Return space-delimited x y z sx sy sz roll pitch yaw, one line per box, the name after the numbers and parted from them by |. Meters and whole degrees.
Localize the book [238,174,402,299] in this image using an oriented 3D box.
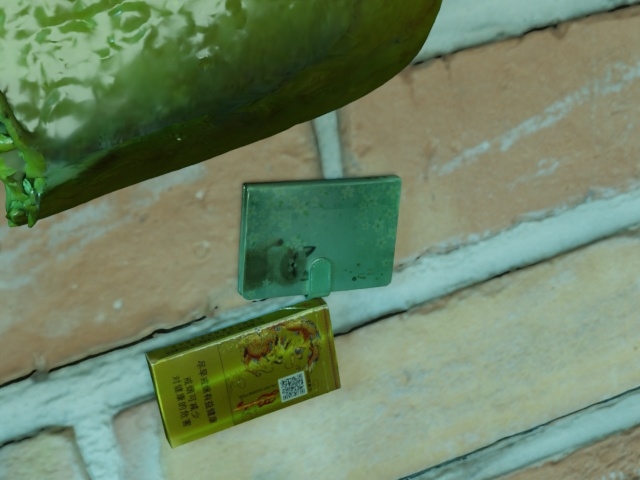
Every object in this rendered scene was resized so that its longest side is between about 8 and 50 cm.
0.000 0.000 0.944 0.135 0.017 0.103 -4 113 -23 | book

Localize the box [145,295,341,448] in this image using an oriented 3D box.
-0.061 0.109 0.960 0.156 0.022 0.089 -19 120 -16 | box

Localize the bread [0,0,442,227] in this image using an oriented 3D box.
-0.094 -0.164 0.732 0.377 0.208 0.251 -23 124 -18 | bread
